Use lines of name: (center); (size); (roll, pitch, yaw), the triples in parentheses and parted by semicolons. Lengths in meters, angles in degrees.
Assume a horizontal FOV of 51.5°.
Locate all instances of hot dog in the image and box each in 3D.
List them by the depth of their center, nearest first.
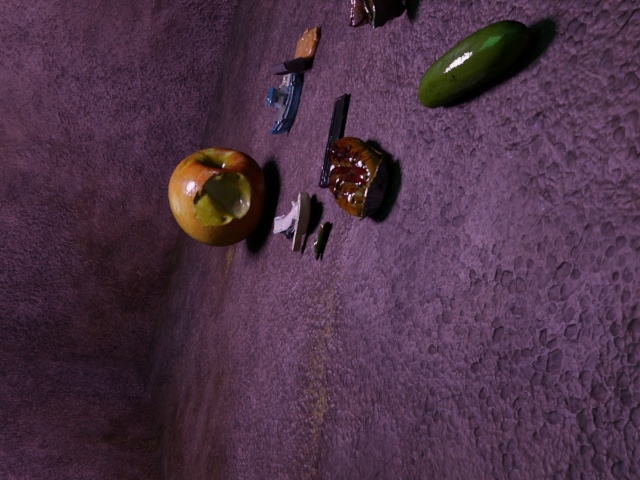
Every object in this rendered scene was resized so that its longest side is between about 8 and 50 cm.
hot dog: (0.075, -0.145, 1.513); (0.270, 0.081, 0.163); (-128, 51, -62)

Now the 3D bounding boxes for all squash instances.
squash: (0.249, -0.298, 1.151); (0.292, 0.082, 0.082); (158, 121, -65)

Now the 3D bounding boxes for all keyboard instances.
keyboard: (0.035, -0.263, 1.760); (0.087, 0.017, 0.251); (-179, 101, -70)

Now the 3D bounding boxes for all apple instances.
apple: (-0.340, -0.142, 2.233); (0.339, 0.339, 0.340); (-168, 90, -69)

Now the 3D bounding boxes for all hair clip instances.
hair clip: (-0.072, -0.051, 1.849); (0.218, 0.071, 0.159); (137, 137, -65)

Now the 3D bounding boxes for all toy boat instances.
toy boat: (-0.131, -0.451, 2.162); (0.088, 0.102, 0.215); (-153, 75, -70)

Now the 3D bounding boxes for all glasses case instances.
glasses case: (-0.109, -0.563, 2.151); (0.190, 0.072, 0.042); (-150, 47, -70)

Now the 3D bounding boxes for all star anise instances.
star anise: (0.157, -0.630, 1.515); (0.331, 0.117, 0.332); (-29, 55, 52)

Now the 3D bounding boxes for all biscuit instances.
biscuit: (-0.049, -0.621, 2.145); (0.184, 0.027, 0.134); (-141, 66, -66)

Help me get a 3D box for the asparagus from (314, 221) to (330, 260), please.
asparagus: (0.001, 0.000, 1.699); (0.021, 0.025, 0.108); (37, 114, 56)
